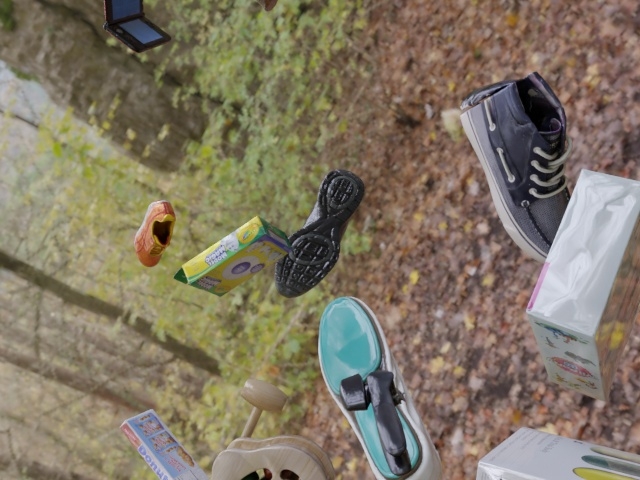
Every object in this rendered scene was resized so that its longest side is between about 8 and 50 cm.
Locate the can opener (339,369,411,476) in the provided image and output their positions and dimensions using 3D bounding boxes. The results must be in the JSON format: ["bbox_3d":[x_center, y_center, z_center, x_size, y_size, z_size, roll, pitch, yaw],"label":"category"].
[{"bbox_3d":[0.073,0.206,0.928,0.073,0.059,0.186,-24,23,-1],"label":"can opener"}]

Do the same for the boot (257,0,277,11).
[{"bbox_3d":[-0.123,-0.468,1.500,0.042,0.087,0.118,-54,-2,-1],"label":"boot"}]

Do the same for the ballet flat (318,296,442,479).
[{"bbox_3d":[0.101,0.271,1.428,0.139,0.139,0.400,-52,39,24],"label":"ballet flat"}]

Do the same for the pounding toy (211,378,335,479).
[{"bbox_3d":[-0.063,0.335,1.115,0.155,0.154,0.269,6,-81,-82],"label":"pounding toy"}]

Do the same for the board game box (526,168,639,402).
[{"bbox_3d":[0.390,0.075,1.162,0.098,0.303,0.224,18,71,30],"label":"board game box"}]

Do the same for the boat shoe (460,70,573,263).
[{"bbox_3d":[0.362,-0.117,1.366,0.127,0.340,0.158,-31,2,-21],"label":"boat shoe"}]

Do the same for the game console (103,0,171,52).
[{"bbox_3d":[-0.354,-0.444,1.598,0.085,0.124,0.144,-53,-1,29],"label":"game console"}]

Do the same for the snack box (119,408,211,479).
[{"bbox_3d":[-0.231,0.340,1.263,0.022,0.178,0.064,-53,-20,26],"label":"snack box"}]

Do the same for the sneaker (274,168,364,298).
[{"bbox_3d":[0.000,0.000,1.621,0.286,0.109,0.130,-57,-6,-23],"label":"sneaker"}]

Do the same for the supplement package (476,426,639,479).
[{"bbox_3d":[0.334,0.369,0.991,0.263,0.199,0.197,9,95,29],"label":"supplement package"}]

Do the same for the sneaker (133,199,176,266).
[{"bbox_3d":[-0.321,-0.001,1.580,0.175,0.064,0.067,114,143,-45],"label":"sneaker"}]

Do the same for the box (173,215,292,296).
[{"bbox_3d":[-0.146,0.035,1.355,0.179,0.105,0.043,-31,65,13],"label":"box"}]
